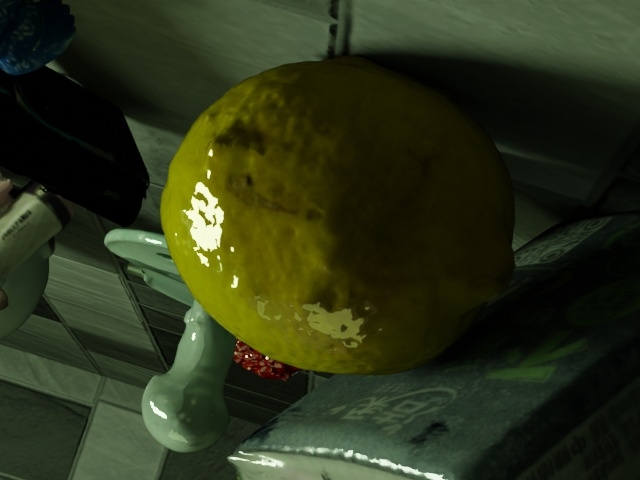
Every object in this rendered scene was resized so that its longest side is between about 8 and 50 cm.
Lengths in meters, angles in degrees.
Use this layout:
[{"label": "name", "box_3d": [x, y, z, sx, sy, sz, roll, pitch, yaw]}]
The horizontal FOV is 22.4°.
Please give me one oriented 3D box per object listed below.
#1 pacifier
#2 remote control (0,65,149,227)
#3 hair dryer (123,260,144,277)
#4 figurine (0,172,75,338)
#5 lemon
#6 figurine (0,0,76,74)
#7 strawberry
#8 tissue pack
[{"label": "pacifier", "box_3d": [-0.104, 0.105, 1.762, 0.288, 0.269, 0.343, 14, 169, 17]}, {"label": "remote control", "box_3d": [-0.270, -0.125, 1.346, 0.062, 0.144, 0.399, -33, 153, 15]}, {"label": "hair dryer", "box_3d": [-0.217, 0.019, 2.085, 0.063, 0.038, 0.124, 17, 160, -5]}, {"label": "figurine", "box_3d": [-0.460, 0.023, 1.997, 0.253, 0.211, 0.361, 17, 167, -12]}, {"label": "lemon", "box_3d": [0.015, -0.016, 1.182, 0.288, 0.233, 0.233, 15, 168, 30]}, {"label": "figurine", "box_3d": [-0.283, -0.190, 1.103, 0.164, 0.120, 0.262, 12, 164, 37]}, {"label": "strawberry", "box_3d": [-0.106, 0.146, 2.328, 0.208, 0.087, 0.167, 20, 168, -2]}, {"label": "tissue pack", "box_3d": [0.162, 0.109, 1.234, 0.288, 0.394, 0.124, -4, 113, 55]}]
